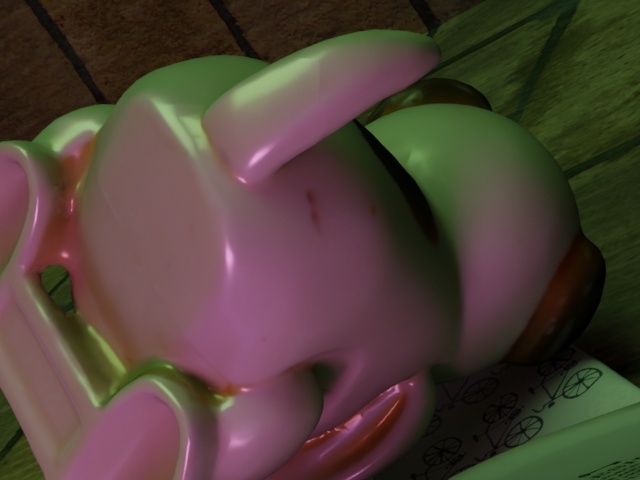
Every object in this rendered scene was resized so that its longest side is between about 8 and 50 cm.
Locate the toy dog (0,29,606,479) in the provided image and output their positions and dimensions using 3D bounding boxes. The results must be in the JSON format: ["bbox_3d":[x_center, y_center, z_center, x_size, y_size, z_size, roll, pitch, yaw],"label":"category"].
[{"bbox_3d":[0.000,0.000,0.969,0.408,0.284,0.395,-5,-46,-48],"label":"toy dog"}]

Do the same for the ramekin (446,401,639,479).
[{"bbox_3d":[0.152,0.133,0.573,0.273,0.127,0.273,-19,-3,-1],"label":"ramekin"}]

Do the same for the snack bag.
[{"bbox_3d":[0.055,0.184,0.991,0.342,0.037,0.323,-35,15,-3],"label":"snack bag"}]
